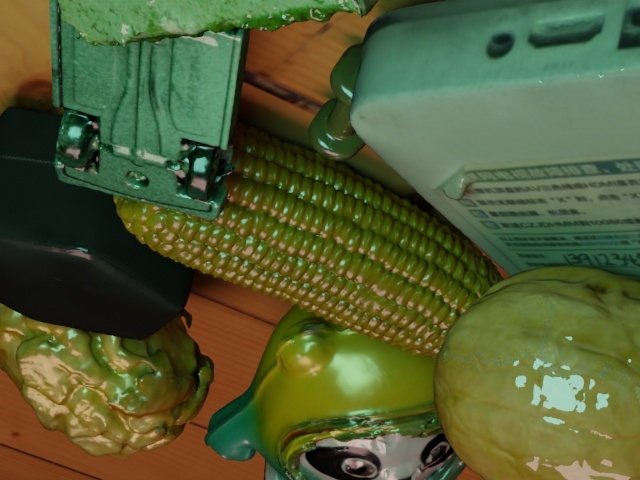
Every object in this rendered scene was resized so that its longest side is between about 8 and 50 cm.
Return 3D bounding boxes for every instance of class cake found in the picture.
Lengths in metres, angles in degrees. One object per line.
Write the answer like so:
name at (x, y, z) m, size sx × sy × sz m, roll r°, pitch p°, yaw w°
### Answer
cake at (-0.063, -0.182, 1.031) m, size 0.235 × 0.099 × 0.100 m, roll -4°, pitch 126°, yaw 39°

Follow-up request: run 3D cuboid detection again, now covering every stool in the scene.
stool at (-0.215, -0.013, 1.512) m, size 0.232 × 0.141 × 0.232 m, roll 12°, pitch 159°, yaw 5°

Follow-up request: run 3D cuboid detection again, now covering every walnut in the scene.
walnut at (0.188, 0.113, 1.218) m, size 0.221 × 0.195 × 0.195 m, roll 17°, pitch 160°, yaw 18°

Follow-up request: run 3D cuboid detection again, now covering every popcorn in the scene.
popcorn at (-0.221, 0.104, 1.717) m, size 0.250 × 0.190 × 0.250 m, roll 53°, pitch 174°, yaw 8°

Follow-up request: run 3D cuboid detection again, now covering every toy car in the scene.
toy car at (-0.109, -0.141, 1.172) m, size 0.141 × 0.097 × 0.321 m, roll 14°, pitch 142°, yaw 2°

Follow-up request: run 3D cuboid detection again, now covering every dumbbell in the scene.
dumbbell at (0.023, -0.101, 1.269) m, size 0.046 × 0.052 × 0.118 m, roll 38°, pitch 158°, yaw 4°

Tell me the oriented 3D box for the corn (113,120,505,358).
corn at (0.000, 0.000, 1.423) m, size 0.344 × 0.131 × 0.131 m, roll 25°, pitch 156°, yaw -23°

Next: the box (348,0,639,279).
box at (0.268, -0.048, 1.168) m, size 0.396 × 0.111 × 0.396 m, roll -4°, pitch 151°, yaw 37°

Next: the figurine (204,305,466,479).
figurine at (0.047, 0.149, 1.663) m, size 0.323 × 0.231 × 0.340 m, roll -8°, pitch 152°, yaw -11°
